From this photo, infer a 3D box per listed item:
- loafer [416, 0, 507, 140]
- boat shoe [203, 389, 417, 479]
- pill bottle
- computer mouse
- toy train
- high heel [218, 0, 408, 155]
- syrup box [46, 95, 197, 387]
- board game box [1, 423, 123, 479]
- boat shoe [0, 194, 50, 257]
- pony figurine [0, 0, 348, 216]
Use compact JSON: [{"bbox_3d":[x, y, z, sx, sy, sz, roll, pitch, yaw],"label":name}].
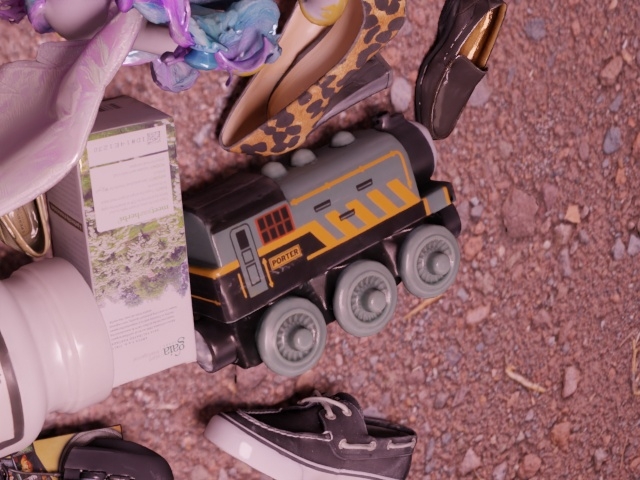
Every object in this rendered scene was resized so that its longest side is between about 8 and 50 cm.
[{"bbox_3d":[0.149,-0.186,1.226,0.062,0.061,0.170,5,104,-40],"label":"loafer"},{"bbox_3d":[0.002,0.208,1.230,0.301,0.108,0.102,25,90,-43],"label":"boat shoe"},{"bbox_3d":[-0.318,0.114,0.910,0.278,0.162,0.162,-19,117,-32],"label":"pill bottle"},{"bbox_3d":[-0.236,0.205,1.021,0.242,0.041,0.071,13,70,-32],"label":"computer mouse"},{"bbox_3d":[0.000,0.000,1.138,0.334,0.142,0.190,-27,112,-28],"label":"toy train"},{"bbox_3d":[-0.019,-0.184,1.028,0.186,0.093,0.261,-30,148,-16],"label":"high heel"},{"bbox_3d":[-0.179,0.002,1.018,0.093,0.096,0.236,-17,116,-31],"label":"syrup box"},{"bbox_3d":[-0.282,0.266,1.023,0.243,0.042,0.165,-4,79,-36],"label":"board game box"},{"bbox_3d":[-0.264,-0.057,0.962,0.056,0.048,0.153,-25,120,-29],"label":"boat shoe"},{"bbox_3d":[-0.158,-0.184,0.824,0.363,0.351,0.302,-13,87,-65],"label":"pony figurine"}]
